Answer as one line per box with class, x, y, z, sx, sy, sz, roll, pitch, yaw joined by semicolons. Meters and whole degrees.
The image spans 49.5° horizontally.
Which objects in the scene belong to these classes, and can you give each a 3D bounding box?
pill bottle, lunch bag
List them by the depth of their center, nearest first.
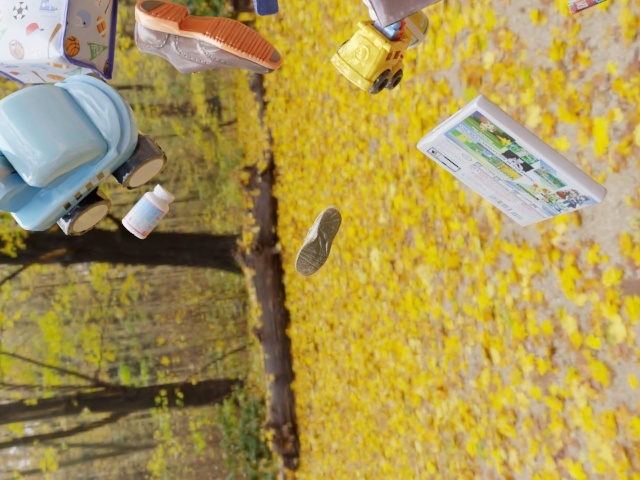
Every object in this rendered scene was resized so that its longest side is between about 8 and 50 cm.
lunch bag;-0.714;-0.628;1.807;0.239;0.327;0.386;19;-103;-69
pill bottle;0.207;-0.632;1.920;0.208;0.117;0.118;27;-137;-49
lunch bag;-0.157;-0.685;1.957;0.065;0.067;0.099;-122;25;-68
pill bottle;-0.522;-0.090;2.117;0.087;0.160;0.087;41;-179;-1

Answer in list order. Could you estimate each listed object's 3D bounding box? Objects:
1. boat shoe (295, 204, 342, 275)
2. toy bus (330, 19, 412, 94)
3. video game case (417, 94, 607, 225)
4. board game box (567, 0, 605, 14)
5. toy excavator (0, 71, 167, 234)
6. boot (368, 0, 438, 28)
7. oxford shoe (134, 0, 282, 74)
boat shoe;0.000;0.000;1.182;0.135;0.050;0.045;-58;5;22
toy bus;0.162;-0.509;1.802;0.149;0.220;0.211;42;123;13
video game case;0.399;-0.159;1.501;0.036;0.329;0.300;-56;8;-15
board game box;0.619;-0.523;1.310;0.027;0.281;0.145;53;-135;-24
toy excavator;-0.541;-0.130;1.187;0.222;0.433;0.445;51;-176;8
boot;0.039;-0.365;0.870;0.090;0.248;0.207;-59;-52;-71
oxford shoe;-0.270;-0.462;1.672;0.130;0.363;0.133;-69;-2;-50
